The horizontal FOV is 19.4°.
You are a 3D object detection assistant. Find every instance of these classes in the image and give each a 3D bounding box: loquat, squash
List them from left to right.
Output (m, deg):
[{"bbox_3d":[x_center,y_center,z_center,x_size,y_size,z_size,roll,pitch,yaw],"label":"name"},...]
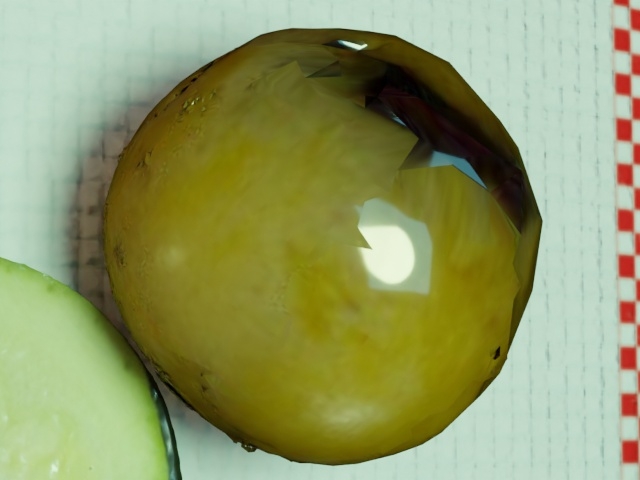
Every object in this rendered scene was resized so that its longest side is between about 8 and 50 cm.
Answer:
[{"bbox_3d":[-0.185,0.131,0.959,0.252,0.049,0.252,6,79,-36],"label":"squash"},{"bbox_3d":[0.000,0.000,0.989,0.235,0.235,0.235,4,82,-35],"label":"loquat"}]
